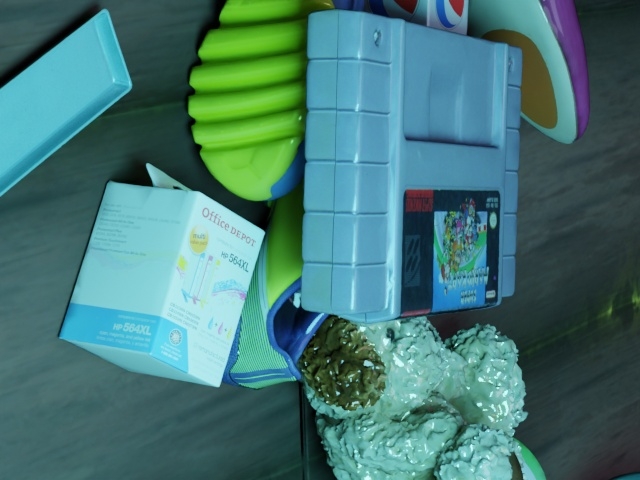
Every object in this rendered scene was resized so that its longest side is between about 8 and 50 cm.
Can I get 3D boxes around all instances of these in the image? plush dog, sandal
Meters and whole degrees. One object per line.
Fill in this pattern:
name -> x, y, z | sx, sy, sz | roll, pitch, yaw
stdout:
plush dog -> 0.050, 0.125, 1.678 | 0.262, 0.210, 0.225 | -73, 141, -66
sandal -> -0.010, -0.181, 1.554 | 0.138, 0.126, 0.317 | 25, 76, -58

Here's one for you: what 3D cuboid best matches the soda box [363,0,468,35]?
soda box -> 0.081, -0.176, 1.719 | 0.069, 0.074, 0.216 | -9, 103, -54

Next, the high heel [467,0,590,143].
high heel -> 0.207, -0.279, 1.827 | 0.181, 0.127, 0.377 | -43, 127, -29

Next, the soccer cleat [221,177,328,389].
soccer cleat -> 0.000, 0.001, 1.594 | 0.289, 0.121, 0.093 | -61, 139, -29

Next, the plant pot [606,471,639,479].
plant pot -> 0.255, 0.436, 1.889 | 0.334, 0.341, 0.341 | -20, 112, -43

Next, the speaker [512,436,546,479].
speaker -> 0.088, 0.285, 1.767 | 0.296, 0.131, 0.131 | -37, 125, -46

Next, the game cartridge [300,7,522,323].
game cartridge -> 0.084, -0.054, 1.575 | 0.355, 0.068, 0.230 | -2, 90, -65

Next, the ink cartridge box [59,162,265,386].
ink cartridge box -> -0.113, 0.023, 1.462 | 0.092, 0.090, 0.143 | 32, 70, -53

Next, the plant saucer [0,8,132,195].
plant saucer -> -0.202, -0.089, 1.380 | 0.192, 0.018, 0.067 | -46, 131, -42
